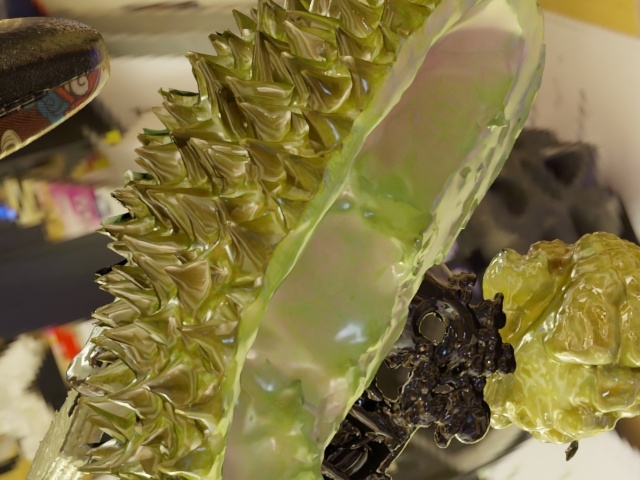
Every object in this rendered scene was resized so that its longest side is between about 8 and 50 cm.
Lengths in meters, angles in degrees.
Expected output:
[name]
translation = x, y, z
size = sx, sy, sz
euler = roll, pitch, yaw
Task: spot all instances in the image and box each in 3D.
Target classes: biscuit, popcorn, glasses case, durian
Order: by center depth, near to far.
[durian]
translation = 0.000, 0.000, 0.796
size = 0.352, 0.169, 0.158
euler = -61, 28, -9
[glasses case]
translation = -0.278, -0.079, 1.199
size = 0.122, 0.321, 0.082
euler = 9, 120, 42
[popcorn]
translation = 0.189, 0.078, 1.318
size = 0.173, 0.173, 0.142
euler = 12, 148, 47
[biscuit]
translation = -0.218, 0.184, 1.513
size = 0.040, 0.121, 0.199
euler = 26, 140, -8

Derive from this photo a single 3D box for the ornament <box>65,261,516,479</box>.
[ornament]
translation = -0.002, 0.083, 1.202
size = 0.260, 0.251, 0.106
euler = 44, 162, -25
